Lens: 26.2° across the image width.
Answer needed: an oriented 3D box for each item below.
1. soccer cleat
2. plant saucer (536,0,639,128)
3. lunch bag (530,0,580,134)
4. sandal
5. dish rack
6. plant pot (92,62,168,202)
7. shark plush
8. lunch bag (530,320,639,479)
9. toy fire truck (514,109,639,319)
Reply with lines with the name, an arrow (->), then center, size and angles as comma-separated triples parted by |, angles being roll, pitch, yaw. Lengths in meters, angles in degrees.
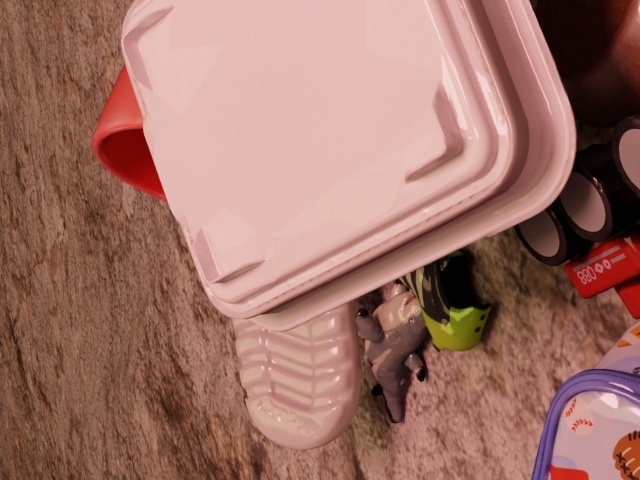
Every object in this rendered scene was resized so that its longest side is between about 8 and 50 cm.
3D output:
soccer cleat -> 0.097, 0.021, 1.245 | 0.179, 0.060, 0.072 | 56, 135, 33
plant saucer -> 0.195, -0.176, 0.930 | 0.198, 0.036, 0.198 | -169, 90, -71
lunch bag -> 0.063, -0.164, 1.055 | 0.160, 0.223, 0.262 | -44, 60, 51
sandal -> -0.014, -0.001, 1.392 | 0.169, 0.102, 0.416 | 4, 87, 28
dish rack -> -0.011, -0.103, 0.922 | 0.333, 0.072, 0.285 | -29, 78, 43
plant pot -> -0.046, -0.159, 1.233 | 0.275, 0.275, 0.243 | -21, 54, 64
shark plush -> 0.072, 0.116, 1.323 | 0.067, 0.073, 0.161 | 25, 119, 29
lunch bag -> 0.259, 0.196, 0.757 | 0.303, 0.115, 0.243 | 25, 123, 28
toy fire truck -> 0.243, 0.039, 0.859 | 0.246, 0.158, 0.217 | 59, 157, 4
